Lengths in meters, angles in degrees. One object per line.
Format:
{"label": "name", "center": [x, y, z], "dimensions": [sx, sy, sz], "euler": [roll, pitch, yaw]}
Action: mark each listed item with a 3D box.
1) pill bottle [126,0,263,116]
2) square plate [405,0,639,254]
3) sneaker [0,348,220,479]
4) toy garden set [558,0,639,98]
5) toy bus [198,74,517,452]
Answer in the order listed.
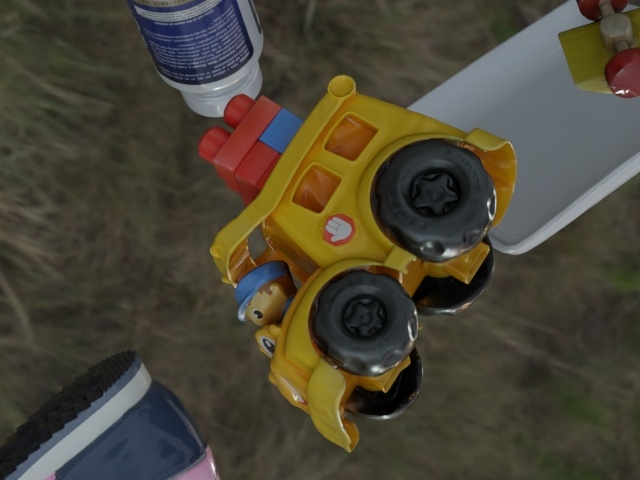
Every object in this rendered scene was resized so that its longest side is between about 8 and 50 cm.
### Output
{"label": "pill bottle", "center": [-0.099, -0.177, 1.378], "dimensions": [0.094, 0.094, 0.169], "euler": [-54, 150, -23]}
{"label": "square plate", "center": [0.234, -0.118, 1.723], "dimensions": [0.344, 0.347, 0.049], "euler": [-34, 119, -14]}
{"label": "sneaker", "center": [-0.205, 0.222, 1.157], "dimensions": [0.319, 0.112, 0.131], "euler": [-41, 106, 3]}
{"label": "toy garden set", "center": [0.211, -0.141, 0.971], "dimensions": [0.244, 0.203, 0.049], "euler": [9, 138, -26]}
{"label": "toy bus", "center": [0.000, 0.000, 1.164], "dimensions": [0.220, 0.211, 0.149], "euler": [-58, 166, -16]}
